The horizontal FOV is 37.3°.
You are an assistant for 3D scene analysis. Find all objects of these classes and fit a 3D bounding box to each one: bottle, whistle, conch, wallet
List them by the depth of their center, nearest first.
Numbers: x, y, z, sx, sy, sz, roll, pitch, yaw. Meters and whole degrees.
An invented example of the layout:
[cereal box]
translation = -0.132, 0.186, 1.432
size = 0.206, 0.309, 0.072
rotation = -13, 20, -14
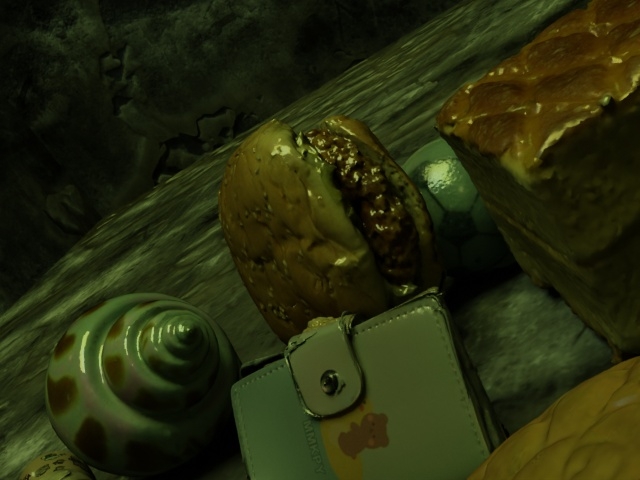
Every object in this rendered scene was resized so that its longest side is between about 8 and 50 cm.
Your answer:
[wallet]
translation = 0.032, 0.144, 0.746
size = 0.231, 0.170, 0.069
rotation = -28, -18, 31
[whistle]
translation = 0.164, -0.065, 0.982
size = 0.163, 0.163, 0.290
rotation = -91, 26, -71
[bottle]
translation = -0.289, 0.299, 1.060
size = 0.099, 0.099, 0.152
rotation = -40, 20, -15
[conch]
translation = -0.189, 0.155, 1.093
size = 0.249, 0.197, 0.368
rotation = -22, 12, -32

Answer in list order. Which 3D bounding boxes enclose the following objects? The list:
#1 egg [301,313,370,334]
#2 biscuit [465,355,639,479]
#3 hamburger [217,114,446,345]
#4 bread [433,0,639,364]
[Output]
[egg]
translation = 0.020, 0.128, 0.859
size = 0.140, 0.116, 0.118
rotation = -20, 45, 37
[biscuit]
translation = 0.112, 0.171, 0.471
size = 0.351, 0.057, 0.312
rotation = -45, 5, -1
[hamburger]
translation = -0.001, 0.000, 0.971
size = 0.144, 0.259, 0.283
rotation = -22, -13, -28
[bread]
translation = 0.272, -0.087, 0.772
size = 0.279, 0.207, 0.279
rotation = -33, 14, 5
